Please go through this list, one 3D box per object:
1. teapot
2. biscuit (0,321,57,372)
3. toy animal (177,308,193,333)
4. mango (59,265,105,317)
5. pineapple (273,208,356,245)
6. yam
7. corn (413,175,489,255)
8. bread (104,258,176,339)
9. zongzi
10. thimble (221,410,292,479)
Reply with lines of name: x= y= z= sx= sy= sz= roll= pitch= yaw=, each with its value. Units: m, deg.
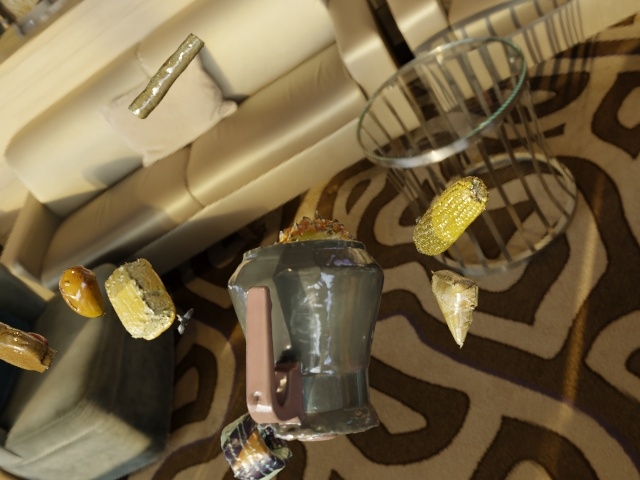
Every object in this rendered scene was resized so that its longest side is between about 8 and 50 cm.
teapot: x=-0.030 y=0.189 z=1.083 sx=0.305 sy=0.376 sz=0.362 roll=-10 pitch=79 yaw=21
biscuit: x=-0.874 y=0.227 z=1.493 sx=0.368 sy=0.394 sz=0.076 roll=-34 pitch=31 yaw=59
toy animal: x=-0.419 y=0.238 z=1.761 sx=0.028 sy=0.050 sz=0.084 roll=-13 pitch=50 yaw=55
mango: x=-0.501 y=0.113 z=1.222 sx=0.077 sy=0.127 sz=0.063 roll=-13 pitch=27 yaw=16
pineapple: x=0.000 y=0.000 z=1.373 sx=0.233 sy=0.135 sz=0.079 roll=1 pitch=19 yaw=-17
yam: x=-0.407 y=-0.433 z=1.530 sx=0.274 sy=0.061 sz=0.061 roll=-44 pitch=33 yaw=18
corn: x=0.294 y=-0.055 z=1.314 sx=0.106 sy=0.106 sz=0.293 roll=-63 pitch=1 yaw=-29
bread: x=-0.561 y=0.185 z=1.805 sx=0.174 sy=0.121 sz=0.245 roll=-44 pitch=76 yaw=30
zongzi: x=0.386 y=0.192 z=1.700 sx=0.099 sy=0.197 sz=0.194 roll=0 pitch=12 yaw=-10
thimble: x=-0.209 y=0.690 z=1.931 sx=0.150 sy=0.237 sz=0.237 roll=-36 pitch=36 yaw=6
